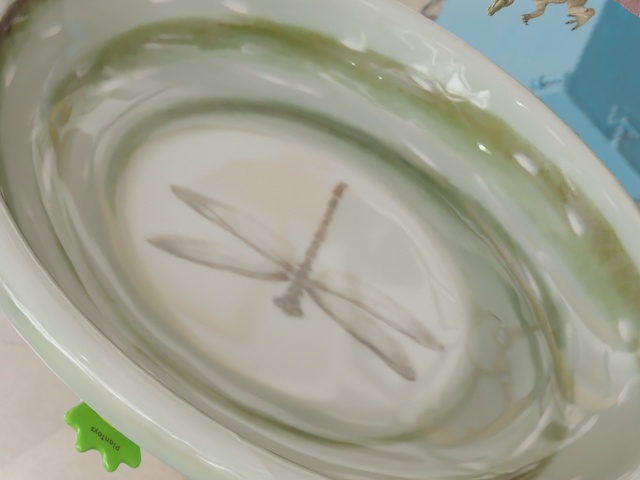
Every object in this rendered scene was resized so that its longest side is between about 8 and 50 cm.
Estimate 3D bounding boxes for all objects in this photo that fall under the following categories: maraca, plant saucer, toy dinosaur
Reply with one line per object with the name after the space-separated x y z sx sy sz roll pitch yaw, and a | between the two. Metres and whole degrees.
-0.229 0.180 1.298 0.099 0.127 0.185 -35 26 40 | maraca
0.000 0.000 0.563 0.100 0.400 0.400 -56 20 37 | plant saucer
0.246 -0.244 1.090 0.183 0.053 0.092 -1 28 21 | toy dinosaur

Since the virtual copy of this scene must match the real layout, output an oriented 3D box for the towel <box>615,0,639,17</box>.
0.400 -0.258 1.022 0.037 0.237 0.329 -21 48 -22 | towel
